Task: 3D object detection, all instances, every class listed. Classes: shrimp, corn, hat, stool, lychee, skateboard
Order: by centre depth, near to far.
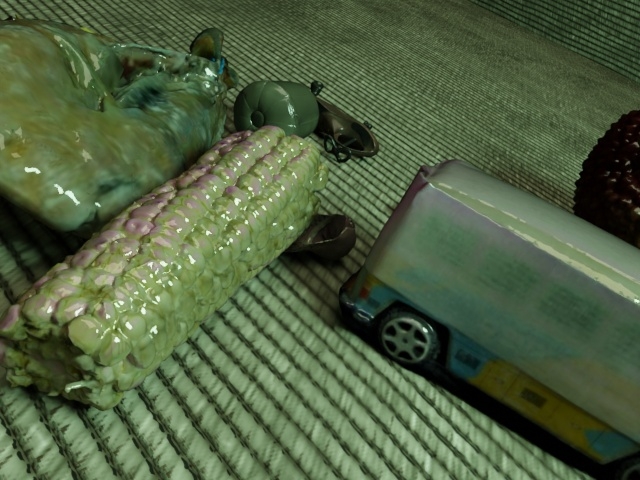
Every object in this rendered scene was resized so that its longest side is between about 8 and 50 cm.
[{"bbox_3d":[-0.104,-0.003,0.452,0.126,0.127,0.335,28,36,11],"label":"corn"},{"bbox_3d":[-0.002,0.002,0.579,0.087,0.042,0.058,-17,34,5],"label":"hat"},{"bbox_3d":[-0.201,-0.152,0.581,0.221,0.110,0.446,49,27,-14],"label":"shrimp"},{"bbox_3d":[0.479,-0.048,0.699,0.304,0.276,0.276,30,25,-35],"label":"lychee"},{"bbox_3d":[-0.057,-0.171,0.734,0.096,0.096,0.110,31,29,15],"label":"stool"},{"bbox_3d":[0.017,-0.168,0.805,0.151,0.067,0.080,38,46,16],"label":"skateboard"}]

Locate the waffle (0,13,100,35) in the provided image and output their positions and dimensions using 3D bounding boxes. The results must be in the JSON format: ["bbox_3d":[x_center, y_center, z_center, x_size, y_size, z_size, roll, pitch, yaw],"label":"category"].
[{"bbox_3d":[-0.375,-0.209,0.645,0.309,0.065,0.283,31,37,8],"label":"waffle"}]

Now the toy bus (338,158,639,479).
[{"bbox_3d":[0.222,0.075,0.483,0.386,0.162,0.171,31,34,13],"label":"toy bus"}]
